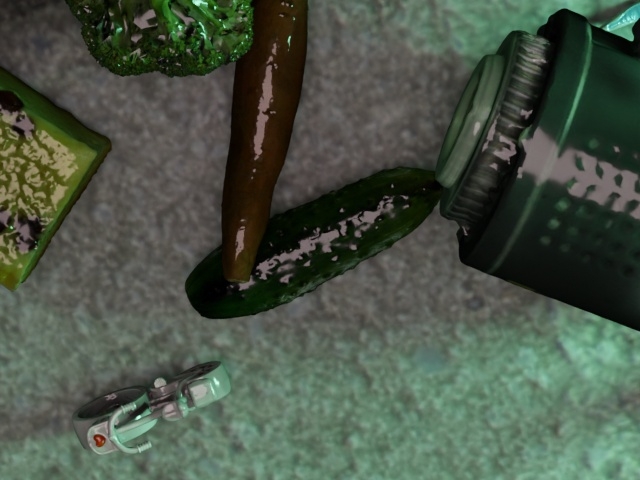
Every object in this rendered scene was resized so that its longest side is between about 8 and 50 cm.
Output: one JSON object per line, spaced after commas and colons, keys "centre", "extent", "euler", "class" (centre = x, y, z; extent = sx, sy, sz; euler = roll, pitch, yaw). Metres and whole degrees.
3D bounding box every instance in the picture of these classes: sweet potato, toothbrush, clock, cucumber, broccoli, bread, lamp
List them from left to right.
{"centre": [-0.348, -0.114, 1.501], "extent": [0.361, 0.077, 0.138], "euler": [33, 100, -6], "class": "bread"}
{"centre": [-0.133, 0.133, 1.552], "extent": [0.129, 0.087, 0.041], "euler": [-20, 101, -2], "class": "clock"}
{"centre": [-0.119, -0.199, 1.457], "extent": [0.146, 0.138, 0.162], "euler": [-1, 71, -5], "class": "broccoli"}
{"centre": [-0.043, -0.098, 1.499], "extent": [0.057, 0.057, 0.264], "euler": [7, 90, 0], "class": "sweet potato"}
{"centre": [0.000, 0.000, 1.529], "extent": [0.227, 0.069, 0.069], "euler": [-26, 101, 2], "class": "cucumber"}
{"centre": [0.220, -0.034, 1.445], "extent": [0.272, 0.205, 0.374], "euler": [3, 109, 4], "class": "lamp"}
{"centre": [0.249, -0.177, 1.506], "extent": [0.162, 0.017, 0.014], "euler": [-24, 107, 7], "class": "toothbrush"}
